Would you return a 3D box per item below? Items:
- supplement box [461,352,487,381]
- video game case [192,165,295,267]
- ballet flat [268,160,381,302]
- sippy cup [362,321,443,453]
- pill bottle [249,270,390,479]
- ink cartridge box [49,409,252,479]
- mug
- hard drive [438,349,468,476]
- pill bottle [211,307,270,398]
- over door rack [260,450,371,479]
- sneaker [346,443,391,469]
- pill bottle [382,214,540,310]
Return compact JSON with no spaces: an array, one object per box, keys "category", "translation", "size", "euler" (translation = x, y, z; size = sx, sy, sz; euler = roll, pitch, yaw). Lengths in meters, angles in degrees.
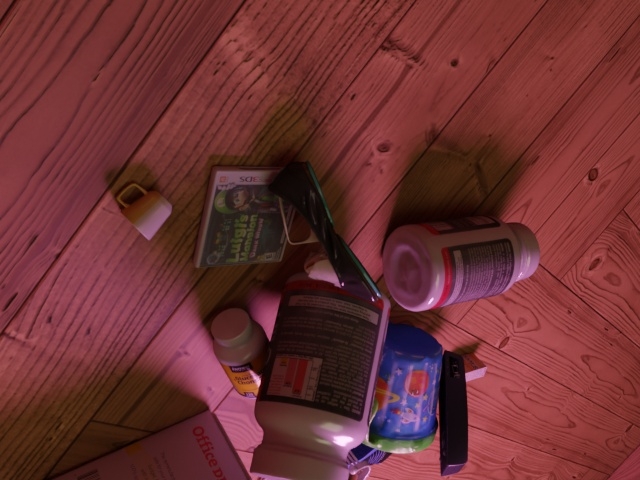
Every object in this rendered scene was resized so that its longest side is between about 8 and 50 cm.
[{"category":"supplement box","translation":[0.377,0.335,1.822],"size":[0.098,0.062,0.036],"euler":[-9,126,-31]},{"category":"video game case","translation":[-0.123,-0.040,1.206],"size":[0.173,0.022,0.190],"euler":[-3,124,-33]},{"category":"ballet flat","translation":[0.000,0.000,1.187],"size":[0.096,0.095,0.280],"euler":[-29,97,2]},{"category":"sippy cup","translation":[0.169,0.315,1.559],"size":[0.240,0.305,0.224],"euler":[9,108,-8]},{"category":"pill bottle","translation":[-0.003,0.256,1.266],"size":[0.210,0.210,0.363],"euler":[37,58,-46]},{"category":"ink cartridge box","translation":[-0.322,0.540,1.326],"size":[0.384,0.279,0.160],"euler":[-20,133,-22]},{"category":"mug","translation":[-0.268,-0.047,1.073],"size":[0.064,0.062,0.078],"euler":[-45,143,-9]},{"category":"hard drive","translation":[0.298,0.394,1.580],"size":[0.054,0.255,0.172],"euler":[1,153,4]},{"category":"pill bottle","translation":[-0.144,0.214,1.330],"size":[0.103,0.103,0.184],"euler":[-31,135,-12]},{"category":"over door rack","translation":[-0.040,0.542,1.558],"size":[0.108,0.239,0.324],"euler":[6,118,-39]},{"category":"sneaker","translation":[0.116,0.548,1.787],"size":[0.232,0.081,0.090],"euler":[-21,125,-23]},{"category":"pill bottle","translation":[0.303,0.039,1.459],"size":[0.318,0.176,0.176],"euler":[-7,126,-31]}]
